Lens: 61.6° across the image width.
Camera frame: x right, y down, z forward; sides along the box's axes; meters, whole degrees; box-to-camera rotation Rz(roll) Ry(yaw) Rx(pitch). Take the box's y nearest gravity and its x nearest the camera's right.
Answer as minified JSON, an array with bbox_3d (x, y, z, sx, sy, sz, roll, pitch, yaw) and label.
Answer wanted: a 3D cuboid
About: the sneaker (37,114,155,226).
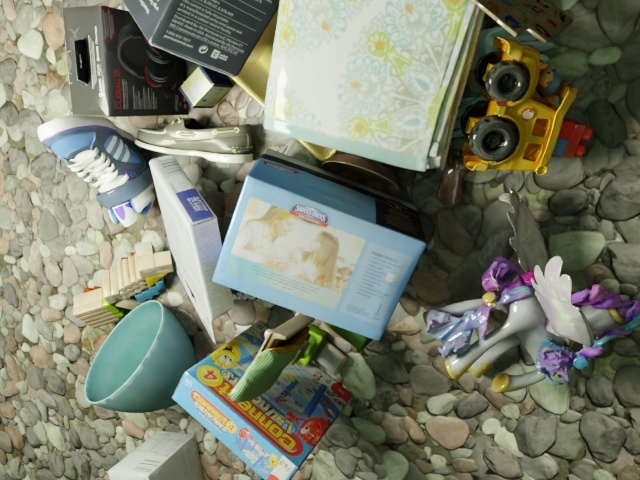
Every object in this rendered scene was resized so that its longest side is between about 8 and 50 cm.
[{"bbox_3d":[-0.499,-0.150,1.265,0.130,0.323,0.236,-21,86,10],"label":"sneaker"}]

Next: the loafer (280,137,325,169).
[{"bbox_3d":[-0.112,-0.096,1.224,0.111,0.112,0.319,47,111,15],"label":"loafer"}]

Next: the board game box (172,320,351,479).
[{"bbox_3d":[-0.120,0.356,1.225,0.308,0.302,0.086,36,115,12],"label":"board game box"}]

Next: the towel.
[{"bbox_3d":[0.085,-0.318,0.992,0.374,0.090,0.321,17,110,13],"label":"towel"}]

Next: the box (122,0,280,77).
[{"bbox_3d":[-0.203,-0.582,1.028,0.395,0.212,0.293,-51,56,26],"label":"box"}]

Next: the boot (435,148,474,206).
[{"bbox_3d":[0.288,-0.118,1.068,0.106,0.037,0.114,19,107,33],"label":"boot"}]

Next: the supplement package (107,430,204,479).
[{"bbox_3d":[-0.454,0.683,1.516,0.149,0.203,0.194,-5,100,25],"label":"supplement package"}]

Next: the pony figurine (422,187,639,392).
[{"bbox_3d":[0.383,0.127,0.986,0.363,0.303,0.351,-31,121,24],"label":"pony figurine"}]

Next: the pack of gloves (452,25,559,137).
[{"bbox_3d":[0.323,-0.301,1.014,0.232,0.046,0.195,-2,116,25],"label":"pack of gloves"}]

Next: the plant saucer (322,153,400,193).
[{"bbox_3d":[0.087,-0.138,1.096,0.168,0.168,0.029,19,85,19],"label":"plant saucer"}]

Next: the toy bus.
[{"bbox_3d":[0.366,-0.224,0.931,0.211,0.149,0.220,10,117,3],"label":"toy bus"}]

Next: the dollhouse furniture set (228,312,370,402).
[{"bbox_3d":[-0.026,0.259,1.157,0.151,0.301,0.198,36,112,16],"label":"dollhouse furniture set"}]

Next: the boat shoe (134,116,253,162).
[{"bbox_3d":[-0.299,-0.245,1.269,0.305,0.109,0.091,10,106,16],"label":"boat shoe"}]

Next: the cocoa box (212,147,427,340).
[{"bbox_3d":[0.000,0.000,1.063,0.347,0.228,0.231,20,112,-5],"label":"cocoa box"}]

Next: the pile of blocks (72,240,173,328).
[{"bbox_3d":[-0.524,0.111,1.471,0.362,0.149,0.113,-31,56,21],"label":"pile of blocks"}]

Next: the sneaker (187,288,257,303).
[{"bbox_3d":[-0.235,0.103,1.345,0.234,0.078,0.106,-9,96,22],"label":"sneaker"}]

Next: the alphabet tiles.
[{"bbox_3d":[0.311,-0.424,0.902,0.237,0.198,0.009,44,145,9],"label":"alphabet tiles"}]

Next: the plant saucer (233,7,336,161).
[{"bbox_3d":[0.003,-0.393,1.106,0.333,0.081,0.333,44,117,8],"label":"plant saucer"}]

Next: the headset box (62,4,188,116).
[{"bbox_3d":[-0.429,-0.385,1.186,0.110,0.293,0.218,7,105,23],"label":"headset box"}]

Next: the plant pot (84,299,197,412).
[{"bbox_3d":[-0.440,0.332,1.408,0.290,0.290,0.195,-29,125,28],"label":"plant pot"}]

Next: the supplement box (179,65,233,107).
[{"bbox_3d":[-0.262,-0.352,1.235,0.083,0.083,0.056,-36,86,27],"label":"supplement box"}]

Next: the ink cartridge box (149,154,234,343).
[{"bbox_3d":[-0.292,0.015,1.237,0.324,0.071,0.330,46,149,46],"label":"ink cartridge box"}]
